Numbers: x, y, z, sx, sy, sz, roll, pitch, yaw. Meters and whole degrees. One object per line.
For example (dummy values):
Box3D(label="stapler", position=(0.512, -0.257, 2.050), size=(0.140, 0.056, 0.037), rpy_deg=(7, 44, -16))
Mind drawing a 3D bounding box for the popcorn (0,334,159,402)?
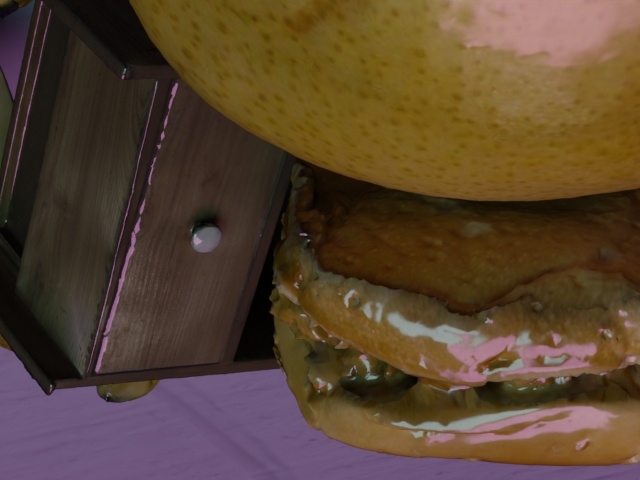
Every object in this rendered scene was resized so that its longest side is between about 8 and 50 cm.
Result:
Box3D(label="popcorn", position=(-0.125, 0.010, 1.103), size=(0.173, 0.142, 0.173), rpy_deg=(-1, 125, -2))

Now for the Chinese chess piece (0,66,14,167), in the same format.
Box3D(label="Chinese chess piece", position=(-0.263, -0.028, 0.893), size=(0.097, 0.251, 0.251), rpy_deg=(16, 167, 40))

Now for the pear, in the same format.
Box3D(label="pear", position=(0.076, -0.163, 0.670), size=(0.314, 0.314, 0.314), rpy_deg=(-3, 150, -2))

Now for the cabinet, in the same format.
Box3D(label="cabinet", position=(-0.052, -0.040, 0.879), size=(0.215, 0.148, 0.175), rpy_deg=(-3, 124, -35))

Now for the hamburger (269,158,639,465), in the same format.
Box3D(label="hamburger", position=(0.078, 0.009, 0.763), size=(0.213, 0.214, 0.108), rpy_deg=(-2, 117, -5))

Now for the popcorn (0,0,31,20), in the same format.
Box3D(label="popcorn", position=(-0.153, -0.138, 0.882), size=(0.084, 0.084, 0.084), rpy_deg=(-3, 150, -2))
